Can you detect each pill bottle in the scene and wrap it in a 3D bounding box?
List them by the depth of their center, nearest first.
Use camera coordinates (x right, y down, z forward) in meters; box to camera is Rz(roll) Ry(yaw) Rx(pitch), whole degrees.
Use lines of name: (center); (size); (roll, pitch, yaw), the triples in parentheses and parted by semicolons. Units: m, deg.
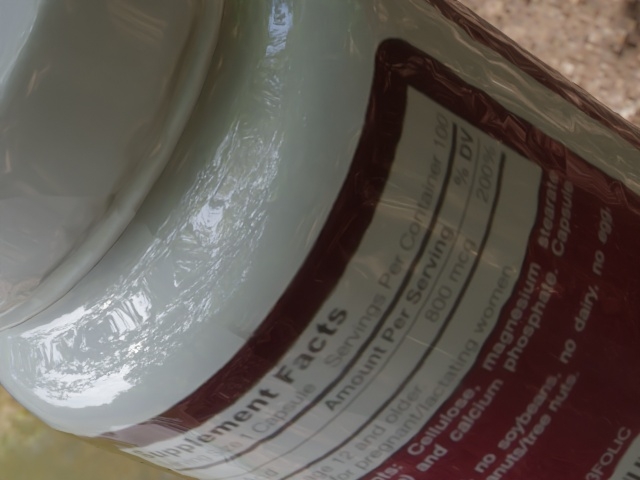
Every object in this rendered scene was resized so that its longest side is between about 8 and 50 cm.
pill bottle: (0.000, 0.000, 0.679); (0.224, 0.392, 0.224); (-30, 46, 36)
